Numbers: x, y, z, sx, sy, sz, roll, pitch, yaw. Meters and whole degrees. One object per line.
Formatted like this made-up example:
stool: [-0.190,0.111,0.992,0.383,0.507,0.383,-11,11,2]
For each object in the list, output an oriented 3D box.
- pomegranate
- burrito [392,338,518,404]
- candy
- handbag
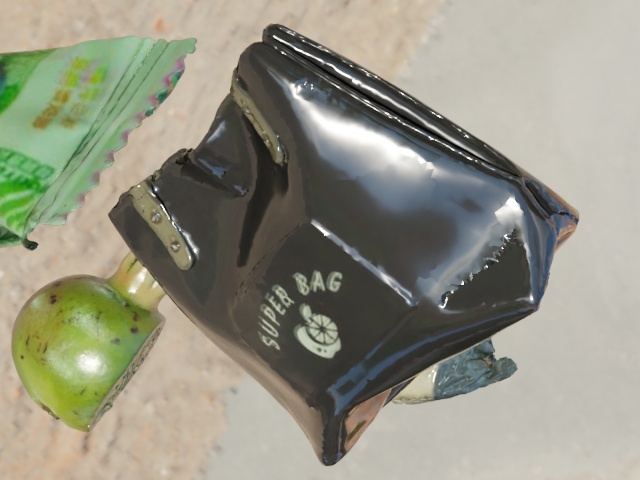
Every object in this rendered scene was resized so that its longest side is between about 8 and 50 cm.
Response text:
pomegranate: [-0.282,0.104,1.757,0.241,0.159,0.190,-53,180,30]
burrito: [0.075,0.129,1.389,0.058,0.230,0.063,100,-19,-86]
candy: [-0.325,-0.103,1.475,0.172,0.398,0.262,41,59,-39]
handbag: [0.000,0.000,1.121,0.342,0.288,0.152,-45,-173,43]
